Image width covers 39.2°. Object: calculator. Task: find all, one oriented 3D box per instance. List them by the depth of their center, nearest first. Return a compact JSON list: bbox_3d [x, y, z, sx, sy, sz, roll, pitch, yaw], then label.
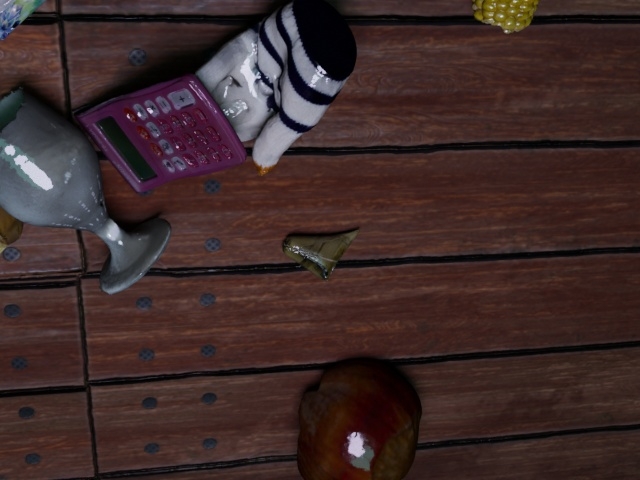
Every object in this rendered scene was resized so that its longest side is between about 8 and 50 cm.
[{"bbox_3d":[-0.180,-0.121,1.022,0.190,0.034,0.127,-11,127,33],"label":"calculator"}]

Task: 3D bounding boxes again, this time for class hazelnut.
[{"bbox_3d":[0.057,0.270,1.278,0.170,0.160,0.202,39,68,-40],"label":"hazelnut"}]

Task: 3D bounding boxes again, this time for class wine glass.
[{"bbox_3d":[-0.289,-0.054,1.028,0.126,0.126,0.241,-38,121,10],"label":"wine glass"}]

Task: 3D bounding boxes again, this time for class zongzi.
[{"bbox_3d":[0.000,0.000,1.172,0.076,0.040,0.083,35,95,-20],"label":"zongzi"}]

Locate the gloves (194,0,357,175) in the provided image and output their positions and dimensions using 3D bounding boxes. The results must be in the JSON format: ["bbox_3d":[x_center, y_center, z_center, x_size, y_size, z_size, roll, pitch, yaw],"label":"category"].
[{"bbox_3d":[-0.062,-0.174,1.020,0.140,0.131,0.218,43,141,-15],"label":"gloves"}]

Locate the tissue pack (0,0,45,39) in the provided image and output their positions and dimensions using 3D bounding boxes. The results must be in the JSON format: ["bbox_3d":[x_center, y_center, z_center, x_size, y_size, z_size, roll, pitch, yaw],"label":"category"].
[{"bbox_3d":[-0.317,-0.273,0.923,0.111,0.079,0.085,-38,120,9],"label":"tissue pack"}]

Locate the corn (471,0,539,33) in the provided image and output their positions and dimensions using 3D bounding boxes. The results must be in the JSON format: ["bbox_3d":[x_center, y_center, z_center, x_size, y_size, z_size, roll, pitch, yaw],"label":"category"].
[{"bbox_3d":[0.222,-0.384,0.968,0.101,0.101,0.310,-3,124,-11],"label":"corn"}]

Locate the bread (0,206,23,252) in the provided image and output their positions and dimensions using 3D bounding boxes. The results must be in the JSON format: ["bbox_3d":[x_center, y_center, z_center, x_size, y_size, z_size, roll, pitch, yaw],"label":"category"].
[{"bbox_3d":[-0.430,-0.046,0.996,0.114,0.132,0.190,-39,117,11],"label":"bread"}]
